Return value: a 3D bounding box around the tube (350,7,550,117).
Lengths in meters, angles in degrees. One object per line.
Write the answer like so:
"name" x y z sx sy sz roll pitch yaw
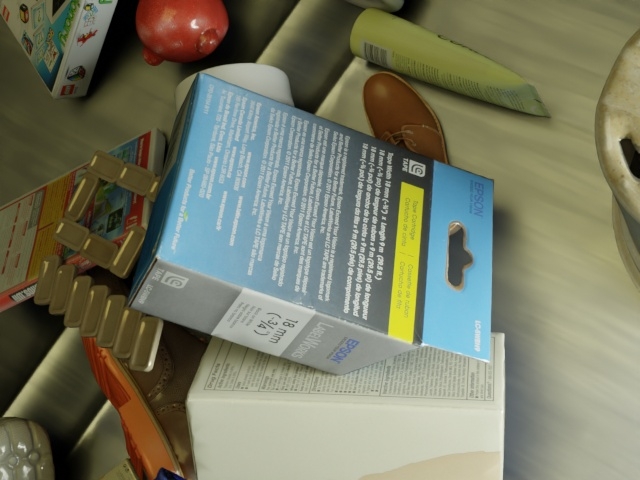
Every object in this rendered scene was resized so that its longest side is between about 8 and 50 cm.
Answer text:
"tube" 0.146 -0.197 1.305 0.240 0.070 0.062 28 127 29

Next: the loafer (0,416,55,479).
"loafer" -0.369 0.373 1.397 0.111 0.112 0.319 -10 78 58

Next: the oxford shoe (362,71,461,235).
"oxford shoe" 0.100 -0.108 1.307 0.076 0.076 0.212 -31 69 15

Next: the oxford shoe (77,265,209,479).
"oxford shoe" -0.199 0.140 1.375 0.132 0.130 0.364 -20 62 -17

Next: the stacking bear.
"stacking bear" -0.176 -0.359 1.426 0.175 0.164 0.289 -8 82 20

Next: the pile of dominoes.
"pile of dominoes" -0.208 0.022 1.277 0.251 0.040 0.196 24 85 42

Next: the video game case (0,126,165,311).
"video game case" -0.319 -0.017 1.423 0.285 0.025 0.204 -25 36 16

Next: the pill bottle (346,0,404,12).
"pill bottle" 0.076 -0.367 1.349 0.103 0.103 0.184 19 87 24

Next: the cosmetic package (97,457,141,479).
"cosmetic package" -0.249 0.307 1.375 0.115 0.060 0.041 -37 68 10

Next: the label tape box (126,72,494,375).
"label tape box" 0.000 0.000 1.156 0.333 0.106 0.240 19 51 -14

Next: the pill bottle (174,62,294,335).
"pill bottle" -0.085 -0.044 1.320 0.161 0.161 0.283 -14 75 19

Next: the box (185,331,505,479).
"box" 0.032 0.174 1.189 0.311 0.148 0.121 1 118 10

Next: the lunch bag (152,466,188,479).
"lunch bag" -0.116 0.394 1.209 0.293 0.138 0.221 29 92 0

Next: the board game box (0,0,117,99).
"board game box" -0.316 -0.351 1.436 0.193 0.053 0.305 55 137 25

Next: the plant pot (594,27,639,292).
"plant pot" 0.390 -0.072 1.040 0.334 0.305 0.334 -7 76 28
